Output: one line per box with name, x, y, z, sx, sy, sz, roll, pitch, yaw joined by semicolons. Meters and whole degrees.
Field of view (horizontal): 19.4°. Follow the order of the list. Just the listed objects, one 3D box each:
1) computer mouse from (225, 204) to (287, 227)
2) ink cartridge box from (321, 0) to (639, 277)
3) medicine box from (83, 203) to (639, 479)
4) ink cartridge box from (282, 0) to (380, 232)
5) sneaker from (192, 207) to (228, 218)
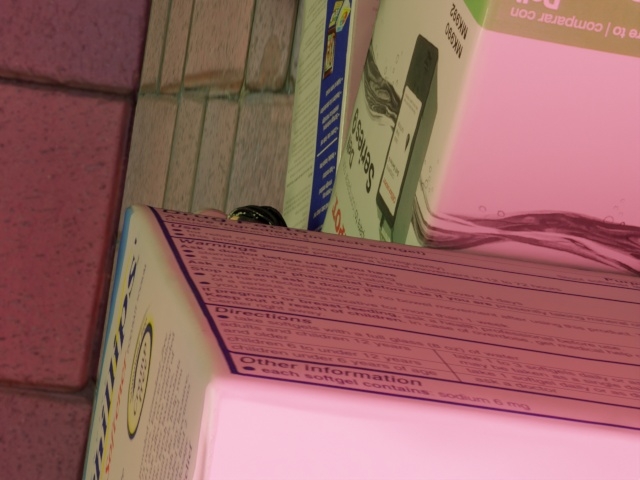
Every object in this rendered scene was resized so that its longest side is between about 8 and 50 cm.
computer mouse;0.000;0.000;1.314;0.242;0.041;0.071;4;82;50
ink cartridge box;0.098;-0.069;0.967;0.211;0.121;0.289;-104;25;-60
medicine box;0.053;0.098;0.740;0.289;0.263;0.149;-132;52;-74
ink cartridge box;0.021;-0.087;1.447;0.176;0.069;0.371;146;133;-72
sneaker;-0.066;0.060;1.702;0.152;0.114;0.305;-57;29;31
